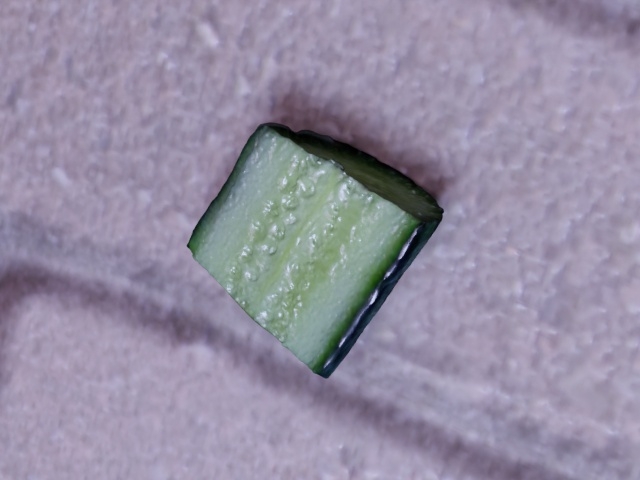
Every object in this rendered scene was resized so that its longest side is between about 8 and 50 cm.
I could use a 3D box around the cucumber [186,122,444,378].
[{"bbox_3d":[0.000,0.000,0.973,0.116,0.062,0.115,43,111,24],"label":"cucumber"}]
